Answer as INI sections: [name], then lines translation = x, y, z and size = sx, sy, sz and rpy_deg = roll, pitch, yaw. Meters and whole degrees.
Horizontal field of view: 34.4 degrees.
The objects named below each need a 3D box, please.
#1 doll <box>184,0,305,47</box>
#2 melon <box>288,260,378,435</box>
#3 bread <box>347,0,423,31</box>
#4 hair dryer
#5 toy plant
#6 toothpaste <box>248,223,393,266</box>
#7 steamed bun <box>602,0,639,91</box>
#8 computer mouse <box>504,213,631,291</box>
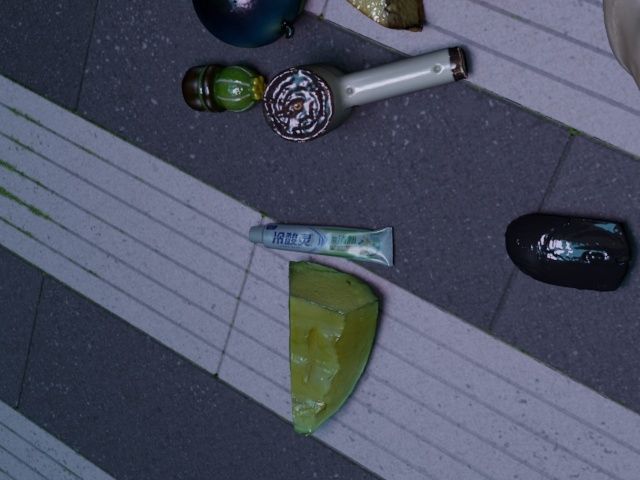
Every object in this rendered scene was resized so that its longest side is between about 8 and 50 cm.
[doll]
translation = -0.156, -0.465, 1.827
size = 0.322, 0.186, 0.198
rpy_deg = 42, 121, 17
[melon]
translation = -0.004, 0.212, 1.977
size = 0.196, 0.124, 0.323
rpy_deg = 22, 120, 24
[bread]
translation = 0.081, -0.464, 1.721
size = 0.134, 0.129, 0.260
rpy_deg = -5, 101, 39
[hair dryer]
translation = 0.093, -0.265, 1.760
size = 0.362, 0.203, 0.128
rpy_deg = -13, 98, 14
[toy plant]
translation = -0.177, -0.286, 1.946
size = 0.162, 0.093, 0.092
rpy_deg = 6, 108, 29
[toothpaste]
translation = 0.000, 0.000, 1.958
size = 0.297, 0.048, 0.074
rpy_deg = 5, 104, 25
[steamed bun]
translation = 0.537, -0.329, 1.434
size = 0.310, 0.219, 0.324
rpy_deg = -20, 100, -5
[computer mouse]
translation = 0.402, 0.016, 1.708
size = 0.217, 0.073, 0.122
rpy_deg = 8, 108, 27
